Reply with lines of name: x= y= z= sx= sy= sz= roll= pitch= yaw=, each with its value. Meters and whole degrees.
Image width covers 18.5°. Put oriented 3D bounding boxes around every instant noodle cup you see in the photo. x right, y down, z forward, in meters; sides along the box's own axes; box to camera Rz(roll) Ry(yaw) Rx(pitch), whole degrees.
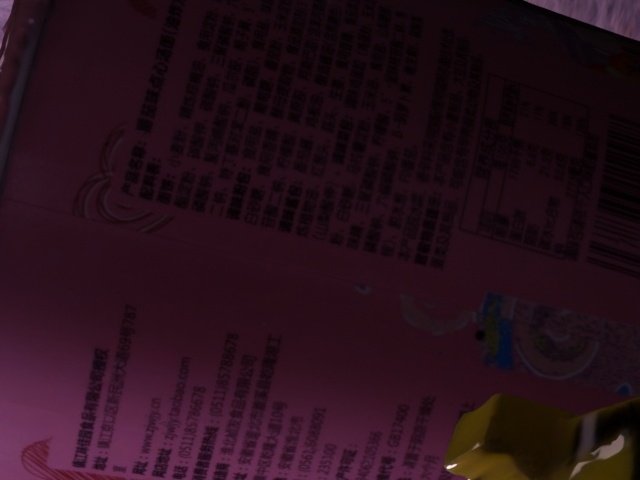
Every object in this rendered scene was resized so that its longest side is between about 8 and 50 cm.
instant noodle cup: x=0.000 y=0.000 z=0.677 sx=0.243 sy=0.231 sz=0.243 roll=-167 pitch=90 yaw=-84

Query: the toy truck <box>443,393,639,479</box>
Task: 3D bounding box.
toy truck: x=0.052 y=0.159 z=0.310 sx=0.111 sy=0.136 sz=0.286 roll=-38 pitch=35 yaw=48
